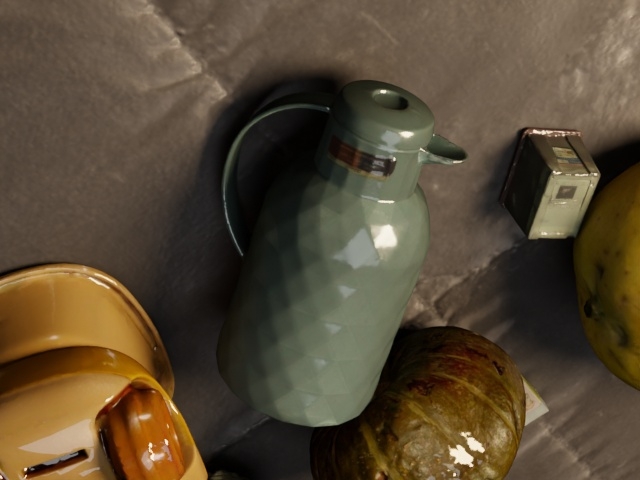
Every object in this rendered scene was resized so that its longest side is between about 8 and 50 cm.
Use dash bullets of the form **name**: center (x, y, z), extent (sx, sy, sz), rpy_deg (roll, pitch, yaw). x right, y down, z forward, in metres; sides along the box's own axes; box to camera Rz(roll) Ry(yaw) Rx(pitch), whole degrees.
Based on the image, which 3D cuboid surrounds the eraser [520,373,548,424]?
- **eraser**: center (0.197, 0.157, 1.374), extent (0.038, 0.019, 0.083), rpy_deg (-36, 130, 10)

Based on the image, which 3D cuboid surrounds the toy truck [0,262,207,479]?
- **toy truck**: center (-0.205, 0.186, 1.139), extent (0.204, 0.212, 0.288), rpy_deg (-19, 127, -3)

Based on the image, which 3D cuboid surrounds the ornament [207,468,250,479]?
- **ornament**: center (-0.092, 0.348, 1.365), extent (0.130, 0.120, 0.285), rpy_deg (-27, 135, -22)

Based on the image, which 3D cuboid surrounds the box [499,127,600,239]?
- **box**: center (0.202, -0.046, 1.186), extent (0.060, 0.063, 0.085), rpy_deg (1, 128, -20)

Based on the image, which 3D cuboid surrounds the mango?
- **mango**: center (0.382, 0.038, 1.252), extent (0.365, 0.182, 0.253), rpy_deg (16, 118, -42)

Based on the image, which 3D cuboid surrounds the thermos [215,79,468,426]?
- **thermos**: center (0.000, 0.000, 1.115), extent (0.182, 0.145, 0.287), rpy_deg (22, 122, 7)

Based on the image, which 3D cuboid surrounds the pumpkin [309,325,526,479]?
- **pumpkin**: center (0.097, 0.184, 1.235), extent (0.219, 0.219, 0.162), rpy_deg (-38, 98, 13)
